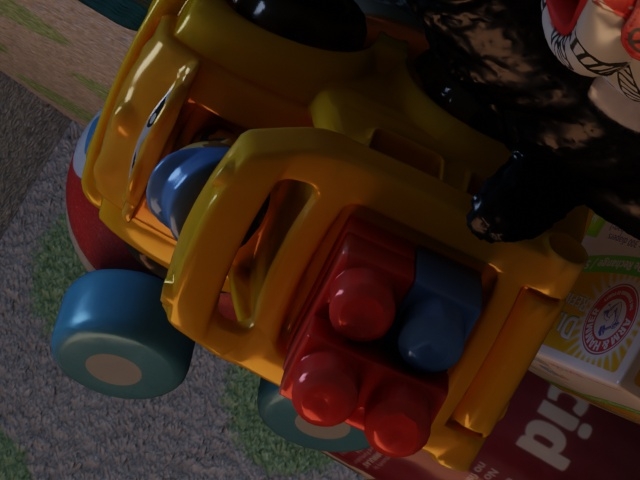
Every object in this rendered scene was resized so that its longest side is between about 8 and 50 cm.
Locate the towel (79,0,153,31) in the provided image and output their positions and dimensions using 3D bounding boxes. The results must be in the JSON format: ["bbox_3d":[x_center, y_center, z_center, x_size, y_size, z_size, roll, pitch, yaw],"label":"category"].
[{"bbox_3d":[-0.175,-0.208,1.106,0.271,0.040,0.370,30,175,-12],"label":"towel"}]

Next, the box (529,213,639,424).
[{"bbox_3d":[0.167,0.032,1.026,0.103,0.114,0.203,32,175,-24],"label":"box"}]

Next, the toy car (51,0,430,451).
[{"bbox_3d":[-0.014,-0.053,0.974,0.210,0.219,0.238,16,145,-6],"label":"toy car"}]

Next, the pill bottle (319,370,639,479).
[{"bbox_3d":[0.174,0.128,1.413,0.392,0.224,0.224,31,176,-7],"label":"pill bottle"}]

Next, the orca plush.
[{"bbox_3d":[0.093,-0.041,0.704,0.151,0.102,0.287,28,176,33],"label":"orca plush"}]

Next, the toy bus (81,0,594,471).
[{"bbox_3d":[0.000,0.000,0.803,0.220,0.149,0.211,25,-155,-3],"label":"toy bus"}]

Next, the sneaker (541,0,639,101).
[{"bbox_3d":[0.146,-0.039,0.423,0.145,0.090,0.270,29,180,-20],"label":"sneaker"}]
